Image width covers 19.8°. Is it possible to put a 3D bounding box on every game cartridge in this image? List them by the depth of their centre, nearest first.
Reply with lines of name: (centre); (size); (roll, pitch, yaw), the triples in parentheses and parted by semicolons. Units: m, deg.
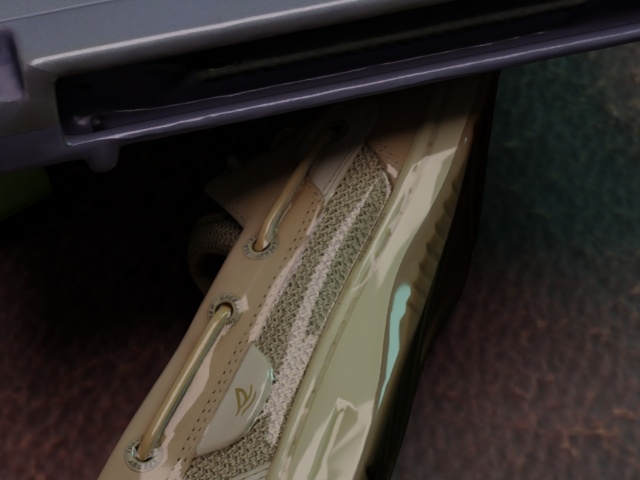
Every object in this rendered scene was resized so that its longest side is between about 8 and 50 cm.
game cartridge: (0.000, -0.129, 0.762); (0.355, 0.068, 0.230); (-12, 31, -10)

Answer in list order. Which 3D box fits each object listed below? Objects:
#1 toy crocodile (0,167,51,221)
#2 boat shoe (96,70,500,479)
toy crocodile: (-0.239, -0.136, 0.862); (0.115, 0.105, 0.340); (-25, 66, -24)
boat shoe: (0.000, 0.000, 0.747); (0.110, 0.122, 0.341); (13, 50, 10)
